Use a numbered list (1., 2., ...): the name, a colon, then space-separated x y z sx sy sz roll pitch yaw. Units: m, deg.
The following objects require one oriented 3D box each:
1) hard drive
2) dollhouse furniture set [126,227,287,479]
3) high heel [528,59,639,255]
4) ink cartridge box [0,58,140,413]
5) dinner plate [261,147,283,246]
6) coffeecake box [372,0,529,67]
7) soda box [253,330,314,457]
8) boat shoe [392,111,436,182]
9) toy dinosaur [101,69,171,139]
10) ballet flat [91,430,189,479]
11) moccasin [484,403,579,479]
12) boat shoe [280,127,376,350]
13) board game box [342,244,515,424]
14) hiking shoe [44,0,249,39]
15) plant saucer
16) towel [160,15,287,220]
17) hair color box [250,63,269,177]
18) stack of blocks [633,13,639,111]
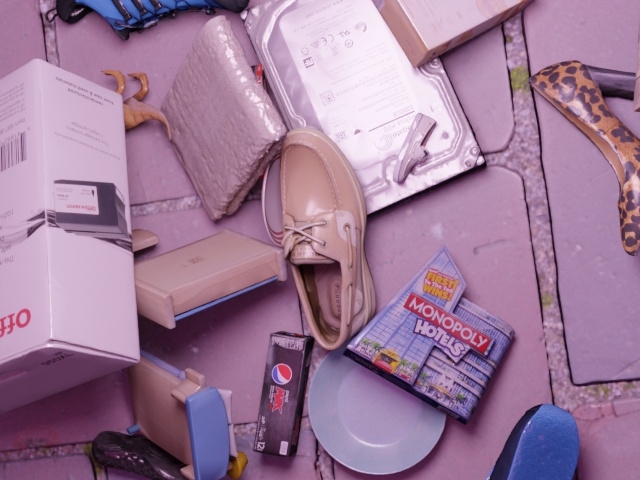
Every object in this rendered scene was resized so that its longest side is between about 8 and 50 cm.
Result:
1. hard drive: 0.058 -0.211 1.843 0.237 0.064 0.339 -23 85 9
2. dollhouse furniture set: -0.184 0.155 1.871 0.286 0.198 0.303 20 122 47
3. high heel: 0.359 -0.111 1.763 0.186 0.093 0.261 8 73 4
4. ink cartridge box: -0.404 0.005 1.767 0.285 0.166 0.395 -22 64 33
5. dinner plate: -0.055 -0.062 1.821 0.017 0.141 0.141 4 89 23
6. coffeecake box: 0.172 -0.341 1.783 0.185 0.068 0.142 -29 84 -19
7. soda box: -0.051 0.214 1.851 0.053 0.060 0.169 9 91 12
8. boat shoe: 0.128 -0.121 1.779 0.035 0.035 0.100 23 87 13
9. toy dinosaur: -0.270 -0.187 1.895 0.211 0.064 0.112 -3 85 38
10. ballet flat: -0.246 0.317 1.899 0.173 0.049 0.057 19 47 10
11. moccasin: 0.262 0.385 1.767 0.138 0.117 0.342 27 88 -2
12. boat shoe: 0.000 0.000 1.777 0.109 0.098 0.302 -2 112 27
13. board game box: 0.162 0.116 1.792 0.194 0.060 0.194 29 75 3
14. hiking shoe: -0.240 -0.345 1.887 0.304 0.113 0.132 14 97 21
15. plant saucer: 0.080 0.226 1.839 0.195 0.037 0.195 0 88 10
16. towel: -0.133 -0.157 1.785 0.049 0.282 0.187 -24 79 -28
17. hair color box: -0.088 -0.164 1.833 0.043 0.072 0.141 -8 117 5
18. stack of blocks: 0.510 -0.310 1.718 0.171 0.087 0.297 7 83 -3
